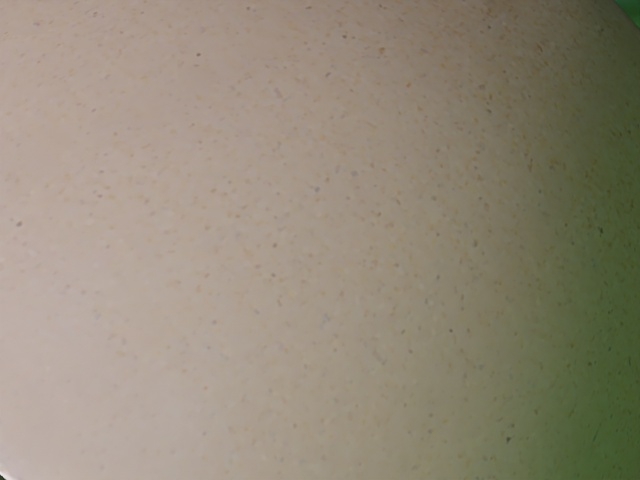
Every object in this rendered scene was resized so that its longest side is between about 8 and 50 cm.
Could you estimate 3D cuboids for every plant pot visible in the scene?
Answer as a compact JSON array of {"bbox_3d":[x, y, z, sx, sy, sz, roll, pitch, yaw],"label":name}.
[{"bbox_3d":[0.000,0.000,0.556,0.191,0.284,0.284,-46,142,-4],"label":"plant pot"}]
